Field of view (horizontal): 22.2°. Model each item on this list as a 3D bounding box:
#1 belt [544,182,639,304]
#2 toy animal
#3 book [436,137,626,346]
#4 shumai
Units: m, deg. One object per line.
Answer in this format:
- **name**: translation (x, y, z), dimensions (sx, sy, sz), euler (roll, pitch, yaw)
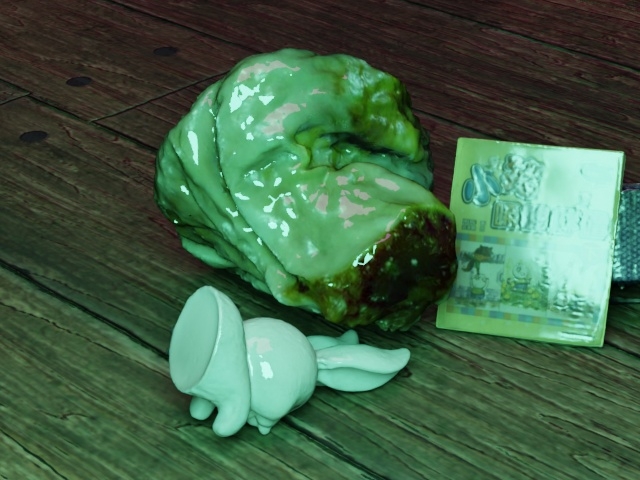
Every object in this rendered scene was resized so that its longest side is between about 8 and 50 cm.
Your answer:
- **belt**: translation (0.311, 0.002, 1.644), dimensions (0.230, 0.126, 0.139), euler (-3, 2, 0)
- **toy animal**: translation (-0.030, 0.125, 1.487), dimensions (0.220, 0.131, 0.103), euler (16, -14, -33)
- **book**: translation (0.204, 0.002, 1.591), dimensions (0.168, 0.192, 0.013), euler (6, 1, 18)
- **shumai**: translation (0.000, 0.000, 1.585), dimensions (0.309, 0.304, 0.263), euler (8, 44, -36)
